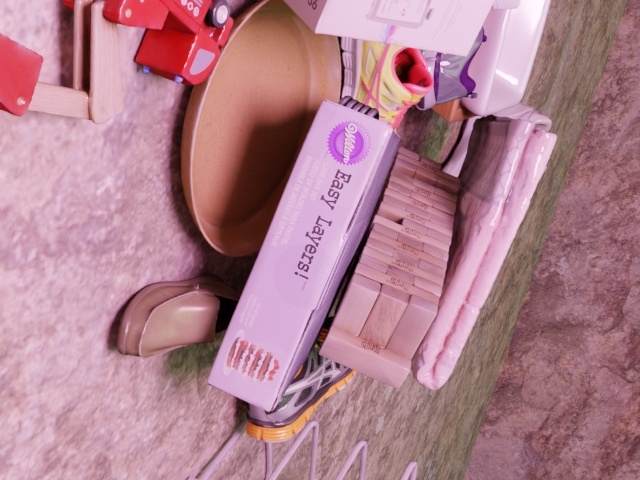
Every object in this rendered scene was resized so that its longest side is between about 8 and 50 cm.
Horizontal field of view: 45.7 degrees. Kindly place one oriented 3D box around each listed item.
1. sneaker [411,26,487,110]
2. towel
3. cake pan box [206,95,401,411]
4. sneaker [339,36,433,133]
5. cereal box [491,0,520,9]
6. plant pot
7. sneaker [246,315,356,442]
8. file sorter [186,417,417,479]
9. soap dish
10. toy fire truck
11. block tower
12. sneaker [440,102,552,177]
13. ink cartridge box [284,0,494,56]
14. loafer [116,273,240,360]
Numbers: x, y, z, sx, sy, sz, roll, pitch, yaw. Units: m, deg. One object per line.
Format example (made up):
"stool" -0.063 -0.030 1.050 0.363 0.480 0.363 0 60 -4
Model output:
"sneaker" 0.140 -0.261 0.846 0.098 0.083 0.224 -11 122 -21
"towel" 0.177 -0.008 0.963 0.332 0.053 0.317 -71 -176 -79
"cake pan box" 0.000 0.000 0.713 0.246 0.070 0.267 -47 160 -80
"sneaker" 0.075 -0.160 0.823 0.081 0.094 0.209 -56 155 -33
"cereal box" 0.109 -0.306 0.712 0.240 0.047 0.173 -12 123 -31
"plant pot" -0.052 -0.102 0.670 0.236 0.032 0.236 -49 150 -41
"sneaker" -0.017 0.142 0.889 0.215 0.084 0.083 -45 132 -53
"file sorter" 0.011 0.331 0.858 0.173 0.277 0.193 -49 150 -47
"soap dish" 0.216 -0.310 0.981 0.229 0.118 0.291 -27 133 -58
"toy fire truck" -0.131 -0.122 0.459 0.135 0.047 0.192 -68 158 -4
"block tower" 0.090 0.012 0.859 0.335 0.090 0.097 -66 179 -55
"sneaker" 0.275 -0.101 1.239 0.305 0.152 0.114 -64 158 -10
"ink cartridge box" 0.028 -0.209 0.593 0.198 0.115 0.067 -1 130 -36
"loafer" -0.113 0.063 0.644 0.148 0.050 0.056 -27 131 -60
